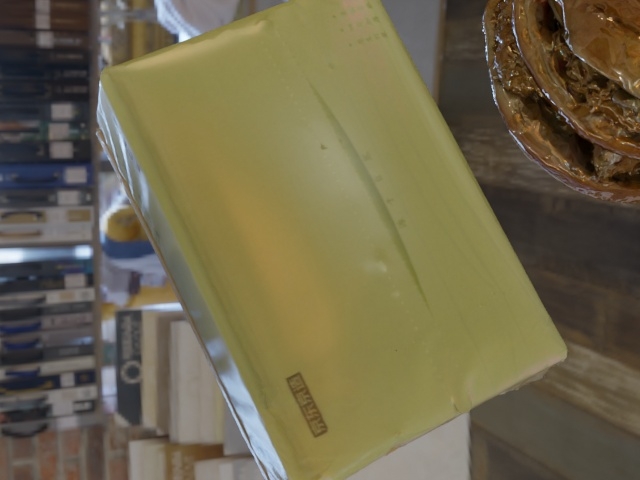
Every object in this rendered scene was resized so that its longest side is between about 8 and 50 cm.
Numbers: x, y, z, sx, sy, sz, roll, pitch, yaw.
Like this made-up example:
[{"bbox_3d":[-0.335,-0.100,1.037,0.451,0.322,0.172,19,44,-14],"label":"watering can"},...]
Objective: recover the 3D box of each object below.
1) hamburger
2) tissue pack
[{"bbox_3d":[0.255,-0.171,0.729,0.245,0.260,0.211,48,160,9],"label":"hamburger"},{"bbox_3d":[0.000,0.000,0.521,0.234,0.159,0.125,64,163,7],"label":"tissue pack"}]
